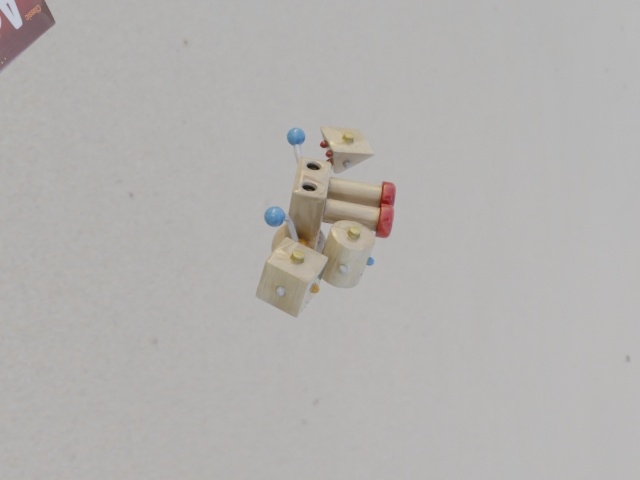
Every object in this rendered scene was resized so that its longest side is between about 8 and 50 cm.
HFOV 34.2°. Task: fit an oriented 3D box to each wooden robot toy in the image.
[{"bbox_3d":[0.000,0.000,0.640,0.173,0.076,0.079,-78,-174,-54],"label":"wooden robot toy"}]

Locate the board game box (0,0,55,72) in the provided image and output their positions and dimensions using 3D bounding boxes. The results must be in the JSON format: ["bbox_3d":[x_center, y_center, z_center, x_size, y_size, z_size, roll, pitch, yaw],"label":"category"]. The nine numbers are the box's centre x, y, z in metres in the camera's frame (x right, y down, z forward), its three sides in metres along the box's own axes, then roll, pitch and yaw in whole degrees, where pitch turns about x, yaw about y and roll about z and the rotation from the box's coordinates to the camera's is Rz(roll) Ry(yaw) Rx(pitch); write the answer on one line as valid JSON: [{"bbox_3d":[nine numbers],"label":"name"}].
[{"bbox_3d":[-0.247,-0.129,0.576,0.281,0.027,0.145,-69,142,-54],"label":"board game box"}]
